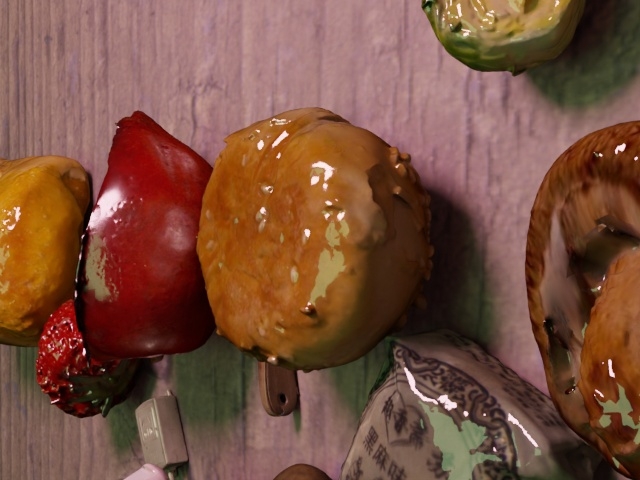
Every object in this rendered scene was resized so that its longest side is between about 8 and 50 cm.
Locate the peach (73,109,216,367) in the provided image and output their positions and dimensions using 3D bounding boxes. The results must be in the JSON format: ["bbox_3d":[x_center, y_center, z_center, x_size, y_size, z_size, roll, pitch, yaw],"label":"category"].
[{"bbox_3d":[-0.212,0.003,1.373,0.257,0.201,0.361,117,161,-78],"label":"peach"}]

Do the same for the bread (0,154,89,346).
[{"bbox_3d":[-0.564,0.017,1.797,0.394,0.250,0.360,-1,91,53],"label":"bread"}]

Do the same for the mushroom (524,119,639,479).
[{"bbox_3d":[0.261,0.064,0.719,0.263,0.195,0.283,139,138,-55],"label":"mushroom"}]

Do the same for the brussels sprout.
[{"bbox_3d":[0.174,-0.221,0.899,0.152,0.122,0.149,-34,71,14],"label":"brussels sprout"}]

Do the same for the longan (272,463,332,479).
[{"bbox_3d":[-0.025,0.331,1.200,0.106,0.106,0.119,53,126,38],"label":"longan"}]

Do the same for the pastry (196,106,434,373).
[{"bbox_3d":[0.000,0.000,1.083,0.316,0.184,0.284,16,97,53],"label":"pastry"}]

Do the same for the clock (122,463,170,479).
[{"bbox_3d":[-0.145,0.471,1.256,0.342,0.184,0.325,4,124,58],"label":"clock"}]

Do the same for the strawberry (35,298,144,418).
[{"bbox_3d":[-0.384,0.180,1.620,0.184,0.187,0.201,-40,56,4],"label":"strawberry"}]

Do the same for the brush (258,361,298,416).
[{"bbox_3d":[-0.058,0.061,1.273,0.065,0.070,0.327,-11,84,43],"label":"brush"}]

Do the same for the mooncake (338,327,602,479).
[{"bbox_3d":[0.123,0.236,0.966,0.254,0.136,0.250,39,117,46],"label":"mooncake"}]

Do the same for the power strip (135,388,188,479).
[{"bbox_3d":[-0.243,0.324,1.545,0.075,0.042,0.175,-37,62,47],"label":"power strip"}]
